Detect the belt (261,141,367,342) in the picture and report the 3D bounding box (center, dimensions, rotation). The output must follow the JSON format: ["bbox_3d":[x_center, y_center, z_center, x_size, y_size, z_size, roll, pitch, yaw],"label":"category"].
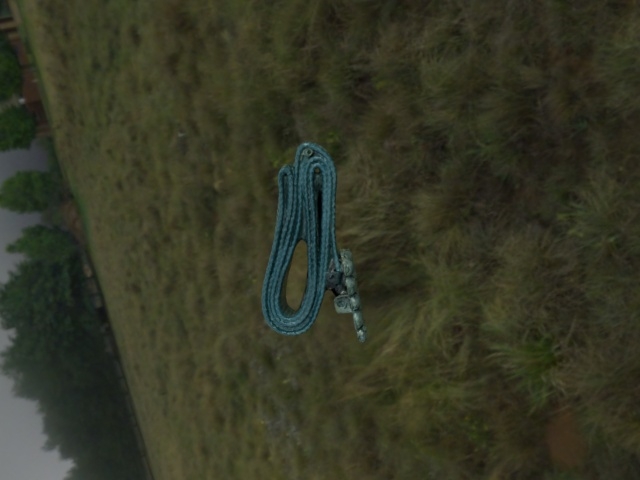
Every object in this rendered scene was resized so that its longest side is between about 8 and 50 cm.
[{"bbox_3d":[0.000,0.001,0.604,0.065,0.099,0.179,-80,-6,-79],"label":"belt"}]
